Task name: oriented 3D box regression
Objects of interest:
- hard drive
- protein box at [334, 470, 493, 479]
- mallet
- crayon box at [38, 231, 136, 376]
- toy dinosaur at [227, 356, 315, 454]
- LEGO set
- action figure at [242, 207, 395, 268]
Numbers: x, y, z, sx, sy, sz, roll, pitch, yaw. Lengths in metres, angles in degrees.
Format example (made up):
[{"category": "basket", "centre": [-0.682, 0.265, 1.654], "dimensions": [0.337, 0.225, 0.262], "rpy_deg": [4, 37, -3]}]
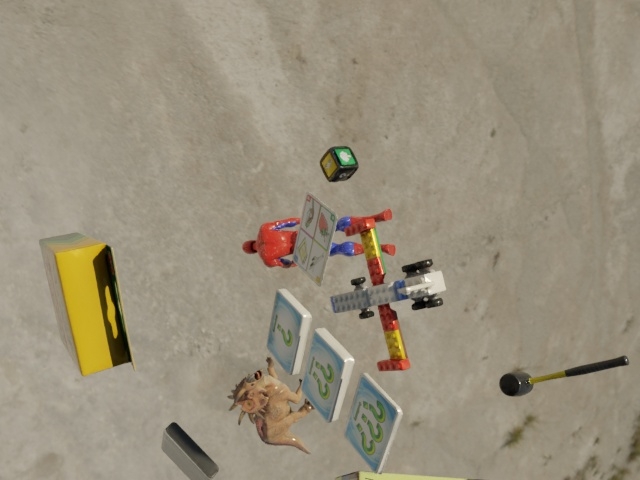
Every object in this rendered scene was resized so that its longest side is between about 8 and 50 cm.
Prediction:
[{"category": "hard drive", "centre": [-0.196, 0.322, 0.822], "dimensions": [0.022, 0.094, 0.135], "rpy_deg": [-42, 169, -32]}, {"category": "protein box", "centre": [0.125, 0.407, 0.700], "dimensions": [0.201, 0.200, 0.136], "rpy_deg": [8, 152, -9]}, {"category": "mallet", "centre": [0.375, 0.206, 0.857], "dimensions": [0.062, 0.189, 0.039], "rpy_deg": [18, 56, -55]}, {"category": "crayon box", "centre": [-0.402, 0.098, 0.940], "dimensions": [0.081, 0.318, 0.202], "rpy_deg": [-13, 100, -31]}, {"category": "toy dinosaur", "centre": [-0.126, 0.420, 1.356], "dimensions": [0.200, 0.127, 0.296], "rpy_deg": [-32, 111, -48]}, {"category": "LEGO set", "centre": [0.009, 0.054, 0.459], "dimensions": [0.060, 0.182, 0.244], "rpy_deg": [-9, 125, -36]}, {"category": "action figure", "centre": [0.000, 0.000, 0.987], "dimensions": [0.139, 0.280, 0.092], "rpy_deg": [-3, 88, -69]}]
